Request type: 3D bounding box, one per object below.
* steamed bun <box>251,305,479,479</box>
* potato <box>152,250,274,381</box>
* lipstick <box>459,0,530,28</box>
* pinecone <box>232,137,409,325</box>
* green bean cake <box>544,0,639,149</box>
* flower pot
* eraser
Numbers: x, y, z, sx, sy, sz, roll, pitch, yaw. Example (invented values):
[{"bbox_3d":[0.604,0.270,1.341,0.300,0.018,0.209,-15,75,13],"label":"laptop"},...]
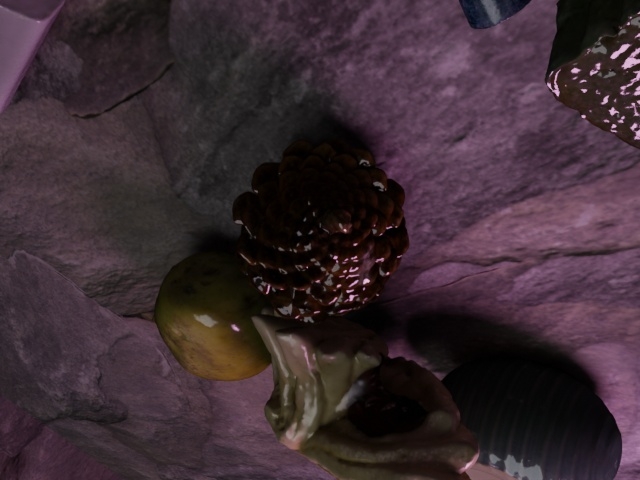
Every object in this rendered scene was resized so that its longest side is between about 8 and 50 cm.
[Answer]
[{"bbox_3d":[0.029,0.169,0.963,0.247,0.189,0.428,5,-174,-11],"label":"steamed bun"},{"bbox_3d":[-0.144,0.110,1.149,0.197,0.148,0.228,0,140,19],"label":"potato"},{"bbox_3d":[0.076,-0.261,0.566,0.053,0.053,0.234,-8,127,45],"label":"lipstick"},{"bbox_3d":[0.001,0.002,0.863,0.186,0.168,0.212,-15,148,-6],"label":"pinecone"},{"bbox_3d":[0.262,-0.135,0.517,0.173,0.094,0.181,26,149,-16],"label":"green bean cake"},{"bbox_3d":[0.247,0.244,1.012,0.243,0.157,0.189,11,145,38],"label":"flower pot"},{"bbox_3d":[-0.410,-0.253,0.923,0.174,0.094,0.270,38,148,-17],"label":"eraser"}]
